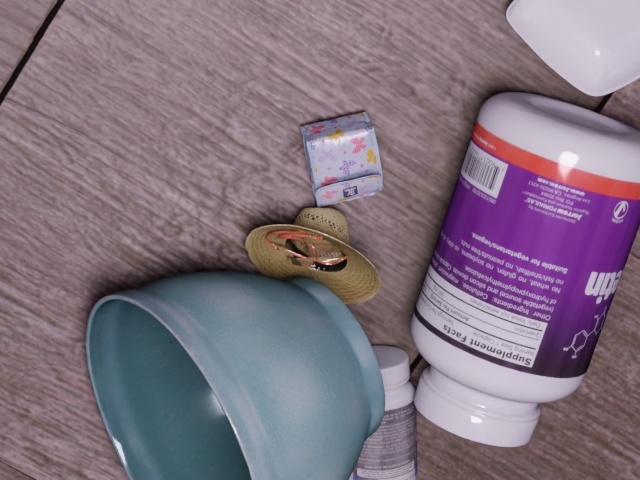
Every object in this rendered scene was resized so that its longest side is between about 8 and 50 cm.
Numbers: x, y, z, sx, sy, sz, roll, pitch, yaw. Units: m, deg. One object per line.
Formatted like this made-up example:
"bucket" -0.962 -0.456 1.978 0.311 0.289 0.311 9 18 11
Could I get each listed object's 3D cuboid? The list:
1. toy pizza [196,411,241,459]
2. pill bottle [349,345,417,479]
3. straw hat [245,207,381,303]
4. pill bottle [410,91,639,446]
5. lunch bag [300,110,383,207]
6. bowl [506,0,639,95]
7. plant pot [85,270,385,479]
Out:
"toy pizza" -0.064 0.266 1.778 0.201 0.032 0.201 -3 109 -9
"pill bottle" 0.059 0.182 1.746 0.078 0.078 0.137 -5 109 -8
"straw hat" 0.000 0.000 1.682 0.144 0.144 0.061 26 60 -16
"pill bottle" 0.198 0.030 1.664 0.182 0.181 0.323 13 106 -13
"lunch bag" 0.023 -0.075 1.670 0.071 0.053 0.083 -12 122 -4
"bowl" 0.268 -0.219 1.636 0.142 0.053 0.142 41 137 -16
"plant pot" -0.064 0.148 1.630 0.196 0.293 0.293 -26 113 -29
